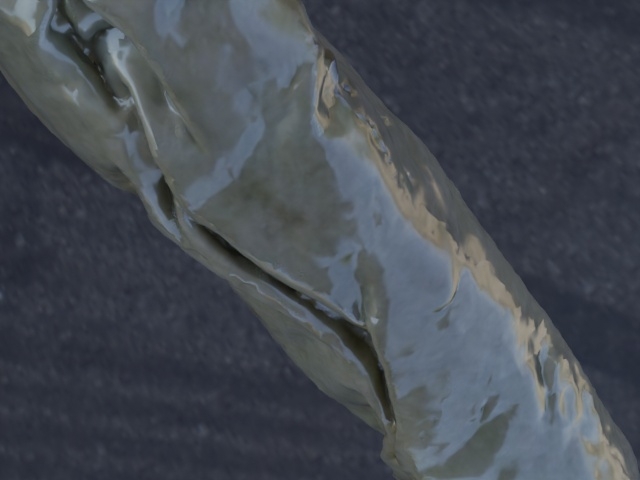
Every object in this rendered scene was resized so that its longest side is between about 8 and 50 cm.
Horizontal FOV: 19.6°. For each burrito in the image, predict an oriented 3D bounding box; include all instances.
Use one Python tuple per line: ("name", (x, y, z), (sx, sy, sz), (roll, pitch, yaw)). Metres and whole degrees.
("burrito", (0.000, 0.000, 0.556), (0.076, 0.117, 0.392), (-45, 122, -8))
